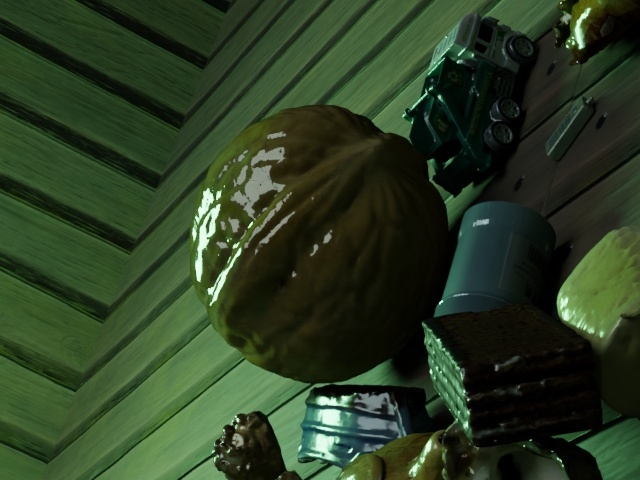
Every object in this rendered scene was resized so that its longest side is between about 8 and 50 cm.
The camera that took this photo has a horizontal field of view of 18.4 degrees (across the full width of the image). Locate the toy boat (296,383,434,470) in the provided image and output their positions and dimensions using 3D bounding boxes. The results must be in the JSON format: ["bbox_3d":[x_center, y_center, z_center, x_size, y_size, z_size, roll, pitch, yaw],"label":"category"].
[{"bbox_3d":[0.048,0.223,2.074,0.309,0.129,0.142,170,97,-72],"label":"toy boat"}]

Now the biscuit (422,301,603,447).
[{"bbox_3d":[0.157,0.109,1.695,0.388,0.107,0.073,-115,16,-86],"label":"biscuit"}]

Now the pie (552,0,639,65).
[{"bbox_3d":[0.337,-0.318,2.093,0.308,0.085,0.308,-57,15,23],"label":"pie"}]

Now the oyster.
[{"bbox_3d":[0.178,0.265,1.609,0.166,0.094,0.294,-34,51,41],"label":"oyster"}]

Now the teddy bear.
[{"bbox_3d":[-0.095,0.347,2.023,0.222,0.296,0.246,-24,38,-10],"label":"teddy bear"}]

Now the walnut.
[{"bbox_3d":[0.000,0.000,2.262,0.333,0.333,0.333,-56,16,25],"label":"walnut"}]

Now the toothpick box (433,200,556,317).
[{"bbox_3d":[0.173,0.050,1.971,0.101,0.101,0.153,-42,23,53],"label":"toothpick box"}]

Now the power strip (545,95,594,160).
[{"bbox_3d":[0.268,-0.121,2.117,0.083,0.017,0.027,-57,17,25],"label":"power strip"}]

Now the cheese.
[{"bbox_3d":[0.262,0.066,1.650,0.123,0.094,0.167,-60,14,17],"label":"cheese"}]

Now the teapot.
[{"bbox_3d":[0.056,0.276,1.832,0.311,0.167,0.203,-52,19,38],"label":"teapot"}]

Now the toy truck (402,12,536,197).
[{"bbox_3d":[0.170,-0.168,2.334,0.110,0.116,0.216,-43,24,53],"label":"toy truck"}]
